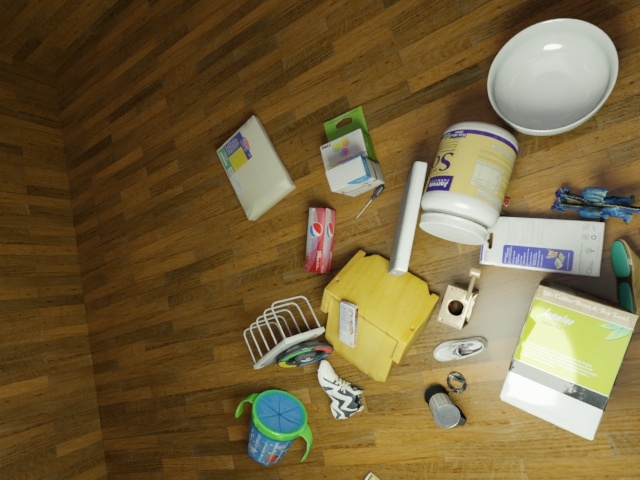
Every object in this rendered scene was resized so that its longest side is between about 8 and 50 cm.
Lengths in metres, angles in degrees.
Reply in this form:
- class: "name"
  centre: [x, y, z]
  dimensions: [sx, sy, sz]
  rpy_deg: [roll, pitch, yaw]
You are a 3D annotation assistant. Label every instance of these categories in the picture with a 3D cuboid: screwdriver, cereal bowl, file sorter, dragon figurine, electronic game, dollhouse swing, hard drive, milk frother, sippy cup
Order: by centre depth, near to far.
- class: "dragon figurine"
  centre: [0.790, -0.101, 1.130]
  dimensions: [0.144, 0.289, 0.085]
  rpy_deg: [10, 96, -9]
- class: "cereal bowl"
  centre: [0.700, -0.482, 1.231]
  dimensions: [0.338, 0.141, 0.339]
  rpy_deg: [-1, 88, 29]
- class: "milk frother"
  centre: [0.432, 0.528, 1.340]
  dimensions: [0.129, 0.135, 0.143]
  rpy_deg: [12, 97, -2]
- class: "hard drive"
  centre: [0.291, -0.062, 1.359]
  dimensions: [0.047, 0.233, 0.353]
  rpy_deg: [12, 82, 6]
- class: "dollhouse swing"
  centre: [0.211, 0.293, 1.520]
  dimensions: [0.346, 0.305, 0.315]
  rpy_deg: [30, 61, 27]
- class: "screwdriver"
  centre: [0.191, -0.150, 1.570]
  dimensions: [0.170, 0.025, 0.024]
  rpy_deg: [-49, 66, 18]
- class: "electronic game"
  centre: [-0.060, 0.452, 1.570]
  dimensions: [0.229, 0.229, 0.048]
  rpy_deg: [-32, 57, 24]
- class: "file sorter"
  centre: [-0.158, 0.364, 1.607]
  dimensions: [0.278, 0.192, 0.173]
  rpy_deg: [-46, 63, 41]
- class: "sippy cup"
  centre: [-0.197, 0.781, 1.648]
  dimensions: [0.305, 0.240, 0.224]
  rpy_deg: [45, 121, 47]

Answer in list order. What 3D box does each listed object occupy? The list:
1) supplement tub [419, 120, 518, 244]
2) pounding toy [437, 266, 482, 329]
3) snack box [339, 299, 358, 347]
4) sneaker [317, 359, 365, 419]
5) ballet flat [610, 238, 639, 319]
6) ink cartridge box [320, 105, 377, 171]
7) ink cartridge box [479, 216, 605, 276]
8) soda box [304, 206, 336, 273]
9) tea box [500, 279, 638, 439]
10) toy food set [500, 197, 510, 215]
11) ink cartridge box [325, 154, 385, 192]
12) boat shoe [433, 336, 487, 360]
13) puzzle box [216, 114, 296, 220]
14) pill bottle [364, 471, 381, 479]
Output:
- class: "supplement tub"
  centre: [0.459, -0.174, 1.264]
  dimensions: [0.241, 0.241, 0.331]
  rpy_deg: [15, 82, 29]
- class: "pounding toy"
  centre: [0.455, 0.177, 1.316]
  dimensions: [0.094, 0.181, 0.206]
  rpy_deg: [19, 97, 29]
- class: "snack box"
  centre: [0.099, 0.296, 1.413]
  dimensions: [0.064, 0.022, 0.178]
  rpy_deg: [23, 127, 34]
- class: "sneaker"
  centre: [0.093, 0.565, 1.555]
  dimensions: [0.153, 0.094, 0.235]
  rpy_deg: [-25, 76, 25]
- class: "ballet flat"
  centre: [0.893, 0.109, 1.147]
  dimensions: [0.073, 0.080, 0.232]
  rpy_deg: [-5, 87, 1]
- class: "ink cartridge box"
  centre: [0.095, -0.396, 1.594]
  dimensions: [0.188, 0.097, 0.255]
  rpy_deg: [-18, 80, 28]
- class: "ink cartridge box"
  centre: [0.686, 0.014, 1.261]
  dimensions: [0.332, 0.065, 0.165]
  rpy_deg: [7, 91, 28]
- class: "soda box"
  centre: [0.000, 0.000, 1.632]
  dimensions: [0.083, 0.092, 0.263]
  rpy_deg: [4, 90, 28]
- class: "tea box"
  centre: [0.670, 0.296, 1.106]
  dimensions: [0.220, 0.329, 0.324]
  rpy_deg: [20, 96, 29]
- class: "toy food set"
  centre: [0.585, -0.149, 1.350]
  dimensions: [0.122, 0.019, 0.078]
  rpy_deg: [43, 108, 24]
- class: "ink cartridge box"
  centre: [0.136, -0.237, 1.504]
  dimensions: [0.148, 0.203, 0.086]
  rpy_deg: [-22, 80, 27]
- class: "boat shoe"
  centre: [0.471, 0.375, 1.366]
  dimensions: [0.184, 0.063, 0.066]
  rpy_deg: [-17, 80, 28]
- class: "puzzle box"
  centre: [-0.303, -0.333, 1.841]
  dimensions: [0.272, 0.052, 0.409]
  rpy_deg: [-35, 72, 24]
- class: "pill bottle"
  centre: [0.215, 0.926, 1.485]
  dimensions: [0.116, 0.065, 0.065]
  rpy_deg: [31, 103, 27]
